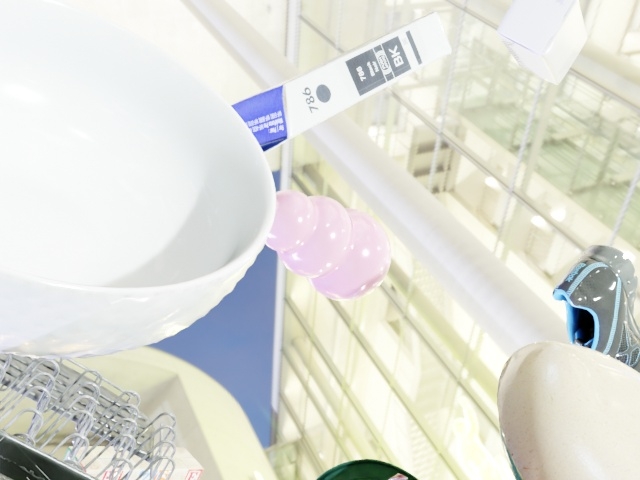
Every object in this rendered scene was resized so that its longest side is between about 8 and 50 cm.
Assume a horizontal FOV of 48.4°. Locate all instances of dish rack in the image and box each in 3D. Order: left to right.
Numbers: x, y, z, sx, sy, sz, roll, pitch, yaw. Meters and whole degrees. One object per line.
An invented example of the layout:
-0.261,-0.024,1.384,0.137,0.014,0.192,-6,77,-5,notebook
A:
-0.193,0.147,0.546,0.208,0.271,0.074,37,-84,-19,dish rack

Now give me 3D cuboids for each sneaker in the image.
0.495,0.178,1.243,0.139,0.125,0.341,-35,-71,-22,sneaker

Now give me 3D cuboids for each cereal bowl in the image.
-0.210,-0.045,0.530,0.338,0.339,0.141,7,-48,-36,cereal bowl

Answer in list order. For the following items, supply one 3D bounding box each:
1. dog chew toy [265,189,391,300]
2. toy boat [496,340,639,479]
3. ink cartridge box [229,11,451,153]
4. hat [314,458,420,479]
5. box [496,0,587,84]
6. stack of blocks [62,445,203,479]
0.000,0.000,1.519,0.331,0.207,0.207,29,-74,-40,dog chew toy
0.195,0.217,0.568,0.318,0.267,0.148,-9,-39,-37,toy boat
-0.003,-0.187,0.893,0.332,0.165,0.065,-35,-73,-31,ink cartridge box
0.020,0.290,0.626,0.172,0.209,0.183,-5,-6,21,hat
0.408,-0.371,1.291,0.113,0.094,0.275,-60,-20,12,box
-0.408,0.525,1.476,0.297,0.087,0.171,19,-82,-48,stack of blocks
